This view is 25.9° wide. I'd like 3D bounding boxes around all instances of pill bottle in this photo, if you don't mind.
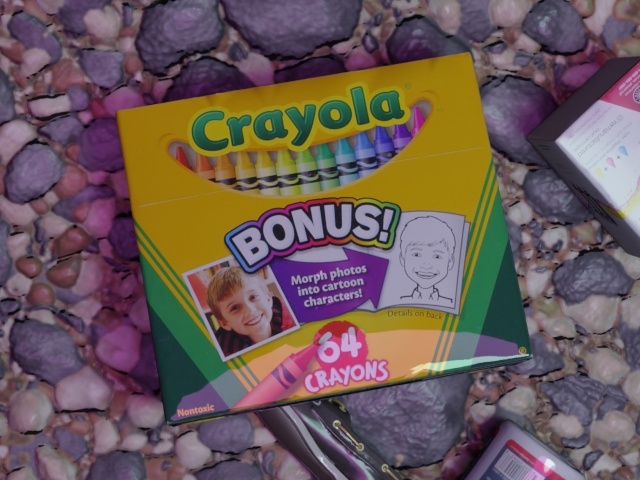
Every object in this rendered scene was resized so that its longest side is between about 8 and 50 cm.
[{"bbox_3d":[0.187,0.291,1.476,0.108,0.108,0.180,36,92,-7],"label":"pill bottle"}]

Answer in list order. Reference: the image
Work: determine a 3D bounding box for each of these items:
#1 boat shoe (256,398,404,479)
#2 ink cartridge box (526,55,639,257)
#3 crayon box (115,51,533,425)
[{"bbox_3d":[0.007,0.208,1.470,0.068,0.081,0.228,-40,92,-23],"label":"boat shoe"},{"bbox_3d":[0.328,-0.083,1.443,0.128,0.127,0.176,-43,98,0],"label":"ink cartridge box"},{"bbox_3d":[0.000,0.000,1.399,0.362,0.106,0.313,-10,82,-5],"label":"crayon box"}]
